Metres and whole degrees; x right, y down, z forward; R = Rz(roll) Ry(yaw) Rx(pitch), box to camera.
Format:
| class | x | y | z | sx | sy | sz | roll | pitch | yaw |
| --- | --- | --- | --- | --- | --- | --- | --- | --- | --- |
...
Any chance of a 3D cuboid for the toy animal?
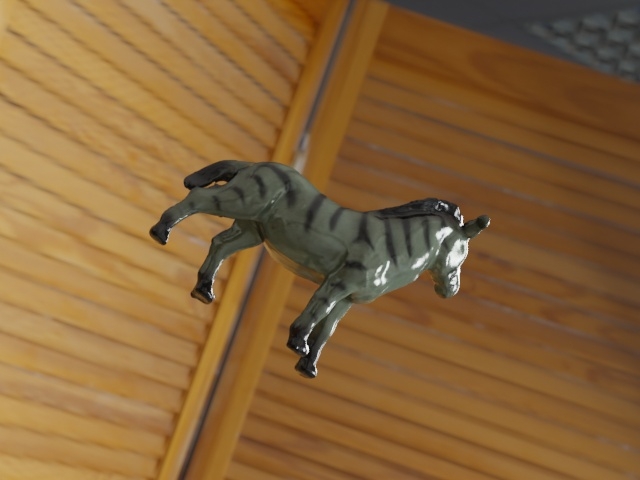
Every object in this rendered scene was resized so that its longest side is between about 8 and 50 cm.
| class | x | y | z | sx | sy | sz | roll | pitch | yaw |
| --- | --- | --- | --- | --- | --- | --- | --- | --- | --- |
| toy animal | 0.002 | -0.001 | 0.957 | 0.217 | 0.176 | 0.073 | 36 | -19 | -2 |
